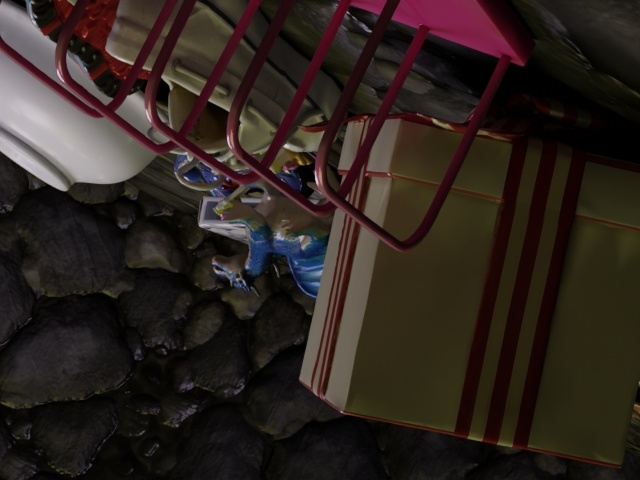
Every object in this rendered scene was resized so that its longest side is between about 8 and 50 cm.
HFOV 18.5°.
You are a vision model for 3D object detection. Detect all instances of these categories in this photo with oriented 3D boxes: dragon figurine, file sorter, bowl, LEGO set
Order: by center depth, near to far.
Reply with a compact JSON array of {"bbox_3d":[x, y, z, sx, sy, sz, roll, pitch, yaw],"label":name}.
[{"bbox_3d":[-0.045,-0.137,1.318,0.290,0.182,0.202,23,173,27],"label":"file sorter"},{"bbox_3d":[0.000,0.000,1.938,0.289,0.085,0.144,4,148,37],"label":"dragon figurine"},{"bbox_3d":[-0.099,-0.099,2.003,0.132,0.107,0.287,52,-175,23],"label":"LEGO set"},{"bbox_3d":[-0.320,-0.153,2.334,0.298,0.134,0.298,35,171,6],"label":"bowl"}]

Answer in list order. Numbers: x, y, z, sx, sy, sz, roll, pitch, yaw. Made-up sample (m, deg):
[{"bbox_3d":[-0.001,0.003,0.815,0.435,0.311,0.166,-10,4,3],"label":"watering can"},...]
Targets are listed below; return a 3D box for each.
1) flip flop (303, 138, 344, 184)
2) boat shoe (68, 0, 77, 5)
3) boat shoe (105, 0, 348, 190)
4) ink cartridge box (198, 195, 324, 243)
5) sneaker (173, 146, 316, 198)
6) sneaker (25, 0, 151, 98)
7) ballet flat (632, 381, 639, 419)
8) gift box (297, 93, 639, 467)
[{"bbox_3d":[0.068,-0.064,1.948,0.277,0.080,0.112,41,173,15],"label":"flip flop"},{"bbox_3d":[-0.213,-0.264,1.403,0.114,0.091,0.302,43,180,14],"label":"boat shoe"},{"bbox_3d":[-0.091,-0.119,1.746,0.136,0.156,0.367,24,173,22],"label":"boat shoe"},{"bbox_3d":[-0.006,-0.014,2.345,0.208,0.045,0.206,1,170,27],"label":"ink cartridge box"},{"bbox_3d":[-0.090,-0.082,2.345,0.221,0.087,0.083,21,172,43],"label":"sneaker"},{"bbox_3d":[-0.223,-0.221,1.706,0.125,0.104,0.262,43,168,24],"label":"sneaker"},{"bbox_3d":[0.353,0.148,2.368,0.342,0.116,0.124,25,153,11],"label":"ballet flat"},{"bbox_3d":[0.110,0.014,1.509,0.276,0.258,0.255,13,180,-14],"label":"gift box"}]
